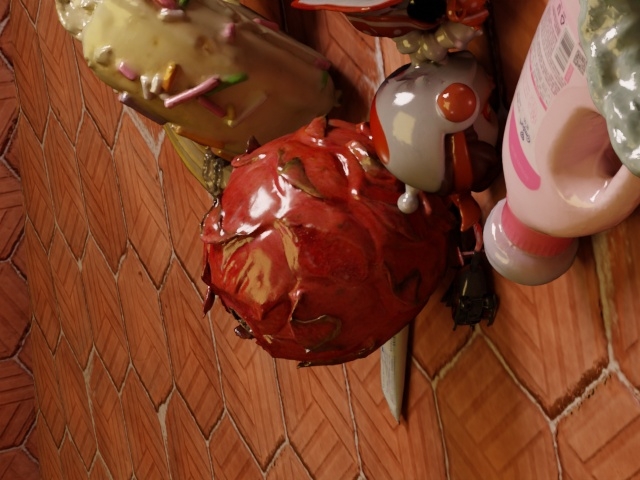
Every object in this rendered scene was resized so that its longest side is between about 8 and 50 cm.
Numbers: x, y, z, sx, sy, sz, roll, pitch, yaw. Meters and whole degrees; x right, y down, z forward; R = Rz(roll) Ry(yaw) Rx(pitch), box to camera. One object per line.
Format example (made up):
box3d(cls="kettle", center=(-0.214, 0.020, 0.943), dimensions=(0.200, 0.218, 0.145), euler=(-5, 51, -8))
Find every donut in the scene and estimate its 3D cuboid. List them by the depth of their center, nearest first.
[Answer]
box3d(cls="donut", center=(-0.134, -0.199, 1.948), dimensions=(0.150, 0.307, 0.371), euler=(-59, 22, 7))

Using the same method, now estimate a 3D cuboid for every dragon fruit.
box3d(cls="dragon fruit", center=(0.010, -0.002, 1.740), dimensions=(0.252, 0.241, 0.241), euler=(-67, 18, -9))

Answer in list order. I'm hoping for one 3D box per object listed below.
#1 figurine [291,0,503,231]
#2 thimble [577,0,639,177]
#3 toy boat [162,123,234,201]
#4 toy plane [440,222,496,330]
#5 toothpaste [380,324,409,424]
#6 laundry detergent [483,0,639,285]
box3d(cls="figurine", center=(0.100, -0.122, 1.597), dimensions=(0.183, 0.160, 0.226), euler=(22, 131, 67))
box3d(cls="thimble", center=(0.263, -0.145, 1.094), dimensions=(0.205, 0.172, 0.250), euler=(-156, 59, -71))
box3d(cls="toy boat", center=(-0.134, -0.147, 2.260), dimensions=(0.310, 0.089, 0.115), euler=(-126, 28, -47))
box3d(cls="toy plane", center=(0.140, 0.036, 1.710), dimensions=(0.145, 0.037, 0.060), euler=(97, 163, -51))
box3d(cls="toothpaste", center=(0.077, 0.100, 1.925), dimensions=(0.052, 0.033, 0.218), euler=(-118, 23, -47))
box3d(cls="laundry detergent", center=(0.201, -0.081, 1.405), dimensions=(0.335, 0.088, 0.159), euler=(106, 146, -54))
